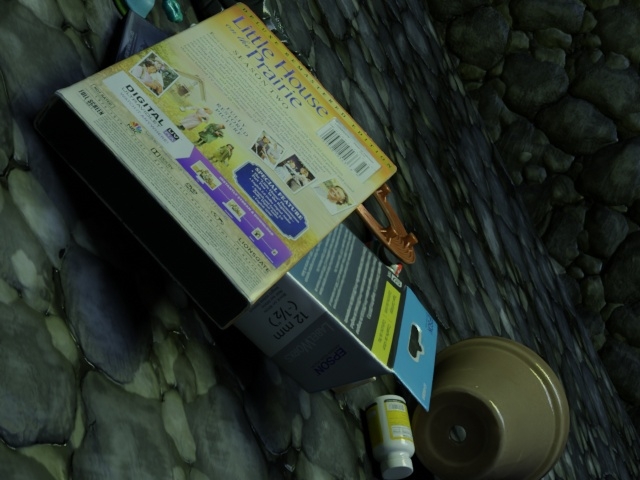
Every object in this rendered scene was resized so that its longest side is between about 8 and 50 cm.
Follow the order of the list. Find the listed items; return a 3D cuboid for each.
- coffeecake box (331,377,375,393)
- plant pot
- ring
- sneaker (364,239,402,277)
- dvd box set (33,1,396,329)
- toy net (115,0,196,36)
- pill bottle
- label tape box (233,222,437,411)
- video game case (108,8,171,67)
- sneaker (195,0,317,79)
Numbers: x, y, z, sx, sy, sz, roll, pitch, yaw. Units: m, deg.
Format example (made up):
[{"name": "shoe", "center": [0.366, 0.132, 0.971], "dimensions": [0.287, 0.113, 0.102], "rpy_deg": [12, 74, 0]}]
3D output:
[{"name": "coffeecake box", "center": [0.008, 0.107, 1.861], "dimensions": [0.142, 0.068, 0.185], "rpy_deg": [44, 29, -48]}, {"name": "plant pot", "center": [0.244, 0.291, 2.016], "dimensions": [0.229, 0.263, 0.263], "rpy_deg": [-6, 74, -69]}, {"name": "ring", "center": [0.070, -0.103, 2.221], "dimensions": [0.336, 0.032, 0.336], "rpy_deg": [52, 12, -15]}, {"name": "sneaker", "center": [0.109, 0.074, 2.176], "dimensions": [0.161, 0.075, 0.057], "rpy_deg": [68, 18, 2]}, {"name": "dvd box set", "center": [-0.103, -0.108, 1.509], "dimensions": [0.307, 0.062, 0.420], "rpy_deg": [47, 34, -1]}, {"name": "toy net", "center": [-0.210, -0.307, 1.775], "dimensions": [0.232, 0.045, 0.122], "rpy_deg": [49, 23, -47]}, {"name": "pill bottle", "center": [0.106, 0.297, 1.923], "dimensions": [0.065, 0.065, 0.116], "rpy_deg": [45, 29, -49]}, {"name": "label tape box", "center": [-0.006, 0.070, 1.647], "dimensions": [0.347, 0.115, 0.249], "rpy_deg": [46, 22, -12]}, {"name": "video game case", "center": [-0.145, -0.174, 1.636], "dimensions": [0.274, 0.026, 0.196], "rpy_deg": [34, 26, -21]}, {"name": "sneaker", "center": [-0.116, -0.328, 2.003], "dimensions": [0.139, 0.125, 0.340], "rpy_deg": [128, -61, -80]}]
